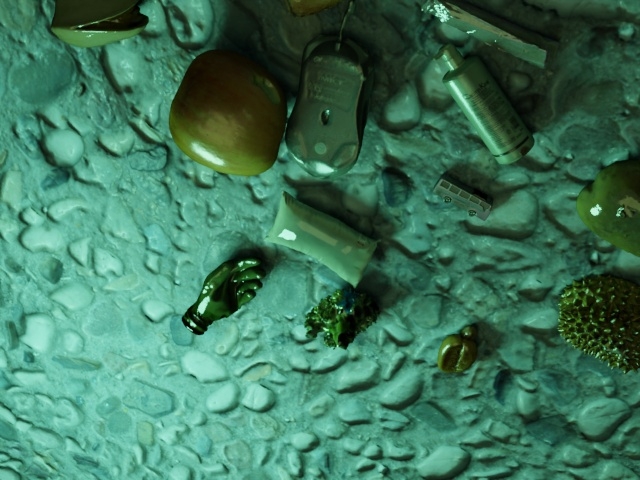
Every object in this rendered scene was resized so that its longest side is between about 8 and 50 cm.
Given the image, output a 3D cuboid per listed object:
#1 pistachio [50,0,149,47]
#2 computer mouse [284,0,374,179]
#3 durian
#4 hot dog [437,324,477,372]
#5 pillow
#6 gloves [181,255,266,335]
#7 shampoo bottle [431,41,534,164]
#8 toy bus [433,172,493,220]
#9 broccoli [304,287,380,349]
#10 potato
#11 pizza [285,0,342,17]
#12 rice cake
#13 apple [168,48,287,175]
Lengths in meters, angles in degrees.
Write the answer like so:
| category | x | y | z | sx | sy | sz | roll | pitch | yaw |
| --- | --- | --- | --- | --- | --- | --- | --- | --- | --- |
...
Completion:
| category | x | y | z | sx | sy | sz | roll | pitch | yaw |
| --- | --- | --- | --- | --- | --- | --- | --- | --- | --- |
| pistachio | -0.454 | -0.463 | 1.822 | 0.206 | 0.131 | 0.130 | -4 | 130 | 16 |
| computer mouse | 0.034 | -0.305 | 1.795 | 0.167 | 0.090 | 0.379 | 19 | 116 | 12 |
| durian | 0.622 | 0.184 | 1.905 | 0.249 | 0.138 | 0.183 | 26 | 137 | 8 |
| hot dog | 0.328 | 0.258 | 2.103 | 0.089 | 0.060 | 0.140 | 12 | 133 | 6 |
| pillow | -0.001 | 0.000 | 2.018 | 0.254 | 0.078 | 0.144 | 27 | 128 | -1 |
| gloves | -0.234 | 0.128 | 2.169 | 0.268 | 0.107 | 0.135 | -38 | 127 | 23 |
| shampoo bottle | 0.313 | -0.271 | 1.718 | 0.085 | 0.085 | 0.262 | -27 | 111 | 32 |
| toy bus | 0.304 | -0.093 | 1.877 | 0.130 | 0.037 | 0.052 | 29 | 123 | 0 |
| broccoli | 0.052 | 0.194 | 2.087 | 0.167 | 0.160 | 0.155 | 15 | 111 | -14 |
| potato | 0.651 | -0.050 | 1.723 | 0.296 | 0.141 | 0.192 | 18 | 130 | 3 |
| pizza | 0.003 | -0.521 | 1.660 | 0.204 | 0.081 | 0.188 | -11 | 142 | 21 |
| rice cake | 0.318 | -0.397 | 1.652 | 0.269 | 0.049 | 0.055 | 24 | 150 | 2 |
| apple | -0.179 | -0.256 | 1.817 | 0.241 | 0.242 | 0.242 | 27 | 128 | -4 |
